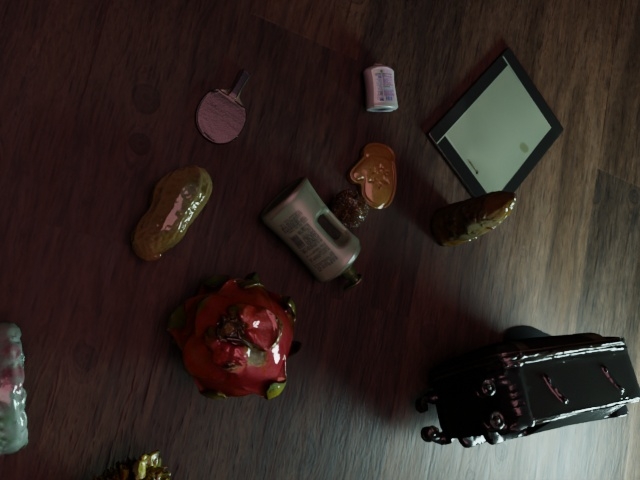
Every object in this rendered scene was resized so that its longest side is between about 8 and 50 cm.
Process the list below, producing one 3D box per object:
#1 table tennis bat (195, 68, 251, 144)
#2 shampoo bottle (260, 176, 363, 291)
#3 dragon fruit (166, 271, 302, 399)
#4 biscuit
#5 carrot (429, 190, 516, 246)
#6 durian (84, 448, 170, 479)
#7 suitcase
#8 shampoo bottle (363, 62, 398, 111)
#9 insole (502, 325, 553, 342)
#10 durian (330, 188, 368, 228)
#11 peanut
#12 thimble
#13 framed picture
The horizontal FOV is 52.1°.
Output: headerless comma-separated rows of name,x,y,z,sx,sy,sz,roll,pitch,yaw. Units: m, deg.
table tennis bat,-0.176,-0.255,1.239,0.095,0.014,0.158,32,75,-21
shampoo bottle,0.000,0.000,1.271,0.118,0.087,0.234,-43,107,-5
dragon fruit,-0.144,0.162,1.118,0.224,0.227,0.224,7,77,-32
biscuit,0.110,-0.136,1.375,0.118,0.023,0.140,-3,89,-28
carrot,0.326,-0.056,1.352,0.101,0.263,0.102,5,76,-19
durian,-0.307,0.482,0.999,0.258,0.258,0.293,2,57,-27
suitcase,0.437,0.310,1.377,0.433,0.283,0.194,-1,70,-26
shampoo bottle,0.125,-0.325,1.383,0.072,0.043,0.099,-6,89,-28
insole,0.526,0.253,1.576,0.231,0.003,0.080,15,80,-26
durian,0.059,-0.064,1.308,0.080,0.091,0.080,12,59,-20
peanut,-0.262,-0.053,1.142,0.093,0.083,0.194,41,70,-19
thimble,-0.505,0.230,0.950,0.149,0.185,0.211,-5,123,-26
framed picture,0.423,-0.257,1.550,0.265,0.016,0.347,49,67,-17
